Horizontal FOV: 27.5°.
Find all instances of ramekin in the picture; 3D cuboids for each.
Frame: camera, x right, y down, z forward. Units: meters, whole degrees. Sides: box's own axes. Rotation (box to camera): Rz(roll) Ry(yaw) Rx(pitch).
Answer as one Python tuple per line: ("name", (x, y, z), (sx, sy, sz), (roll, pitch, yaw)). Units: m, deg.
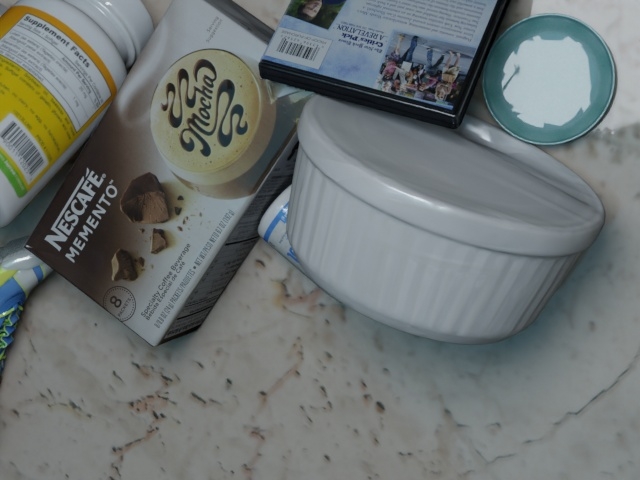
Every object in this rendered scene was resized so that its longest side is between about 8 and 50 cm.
("ramekin", (0.095, -0.019, 1.122), (0.273, 0.273, 0.127), (25, 114, 13))

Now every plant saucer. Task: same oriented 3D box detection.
("plant saucer", (0.208, -0.146, 1.194), (0.119, 0.021, 0.119), (0, 92, 16))

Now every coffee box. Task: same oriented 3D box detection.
("coffee box", (-0.124, -0.069, 1.247), (0.168, 0.119, 0.297), (37, 104, 10))

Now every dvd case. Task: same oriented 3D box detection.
("dvd case", (0.075, -0.219, 1.151), (0.180, 0.022, 0.253), (17, 61, 13))

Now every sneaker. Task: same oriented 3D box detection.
("sneaker", (-0.345, 0.090, 1.355), (0.240, 0.091, 0.126), (-28, 105, 16))

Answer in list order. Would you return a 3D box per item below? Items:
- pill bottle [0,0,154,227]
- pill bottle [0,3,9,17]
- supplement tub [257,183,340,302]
("pill bottle", (-0.267, -0.141, 1.222), (0.136, 0.136, 0.245), (31, 62, 11))
("pill bottle", (-0.417, -0.120, 1.306), (0.160, 0.160, 0.283), (27, 101, 12))
("supplement tub", (0.000, 0.000, 1.243), (0.107, 0.071, 0.071), (40, 104, 10))
